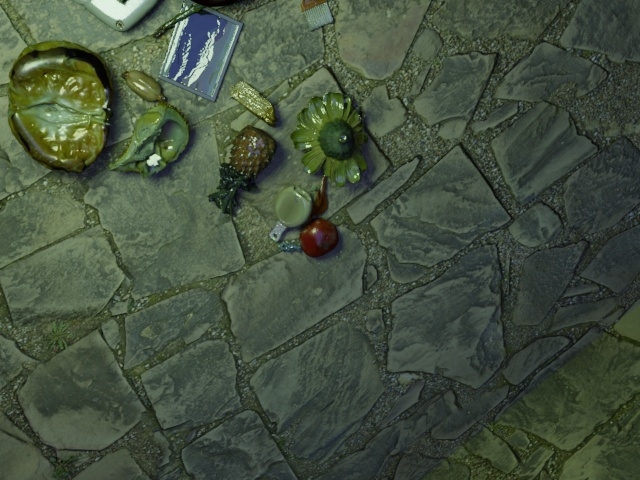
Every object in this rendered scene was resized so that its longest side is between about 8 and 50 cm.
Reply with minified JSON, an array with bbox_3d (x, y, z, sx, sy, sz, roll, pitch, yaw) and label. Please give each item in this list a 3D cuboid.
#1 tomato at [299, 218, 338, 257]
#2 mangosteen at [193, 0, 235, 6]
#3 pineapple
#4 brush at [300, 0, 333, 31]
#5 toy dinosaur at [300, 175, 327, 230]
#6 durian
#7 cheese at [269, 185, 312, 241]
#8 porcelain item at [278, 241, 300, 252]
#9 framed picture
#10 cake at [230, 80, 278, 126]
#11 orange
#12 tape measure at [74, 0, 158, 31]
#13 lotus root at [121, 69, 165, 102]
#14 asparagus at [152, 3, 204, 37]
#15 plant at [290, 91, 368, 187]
[{"bbox_3d":[0.000,0.000,1.951,0.155,0.069,0.156,-10,124,-15],"label":"tomato"},{"bbox_3d":[-0.325,-0.794,1.443,0.347,0.306,0.307,-40,120,-37],"label":"mangosteen"},{"bbox_3d":[-0.263,-0.229,1.790,0.170,0.141,0.310,15,115,-44],"label":"pineapple"},{"bbox_3d":[-0.051,-0.833,1.671,0.090,0.017,0.315,-26,114,-6],"label":"brush"},{"bbox_3d":[-0.012,-0.136,1.922,0.212,0.057,0.142,-36,126,3],"label":"toy dinosaur"},{"bbox_3d":[-0.529,-0.307,1.672,0.306,0.166,0.172,-36,112,12],"label":"durian"},{"bbox_3d":[-0.118,-0.088,1.894,0.137,0.064,0.227,40,120,10],"label":"cheese"},{"bbox_3d":[-0.116,0.026,1.972,0.083,0.028,0.036,9,91,-15],"label":"porcelain item"},{"bbox_3d":[-0.382,-0.601,1.677,0.192,0.018,0.266,19,105,-18],"label":"framed picture"},{"bbox_3d":[-0.207,-0.453,1.765,0.184,0.116,0.080,33,96,10],"label":"cake"},{"bbox_3d":[-0.768,-0.398,1.550,0.270,0.210,0.369,-1,114,-38],"label":"orange"},{"bbox_3d":[-0.587,-0.759,1.508,0.265,0.130,0.258,34,97,-23],"label":"tape measure"},{"bbox_3d":[-0.548,-0.481,1.657,0.150,0.062,0.073,33,107,-22],"label":"lotus root"},{"bbox_3d":[-0.411,-0.691,1.617,0.248,0.025,0.024,-31,155,0],"label":"asparagus"},{"bbox_3d":[0.070,-0.363,1.782,0.305,0.297,0.261,39,63,-8],"label":"plant"}]
